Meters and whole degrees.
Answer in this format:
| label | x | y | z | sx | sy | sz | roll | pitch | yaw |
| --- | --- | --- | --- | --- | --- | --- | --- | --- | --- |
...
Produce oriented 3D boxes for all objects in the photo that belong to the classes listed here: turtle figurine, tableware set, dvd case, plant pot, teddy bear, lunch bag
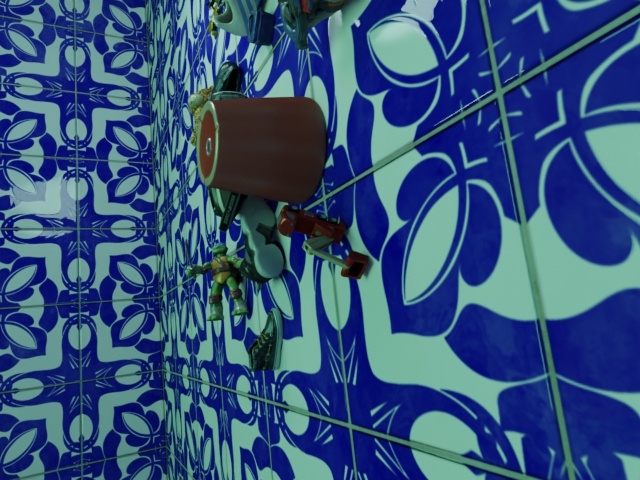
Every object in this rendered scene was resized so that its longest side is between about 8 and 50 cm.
| label | x | y | z | sx | sy | sz | roll | pitch | yaw |
| --- | --- | --- | --- | --- | --- | --- | --- | --- | --- |
| turtle figurine | -0.333 | 0.119 | 1.479 | 0.275 | 0.198 | 0.266 | -38 | 62 | 60 |
| tableware set | -0.417 | -0.888 | 1.787 | 0.104 | 0.024 | 0.154 | 23 | 110 | 56 |
| dvd case | -0.221 | -0.159 | 1.305 | 0.238 | 0.030 | 0.179 | -70 | 6 | -48 |
| plant pot | -0.155 | -0.220 | 1.084 | 0.275 | 0.243 | 0.274 | 6 | 97 | 62 |
| teddy bear | -0.447 | -0.461 | 1.762 | 0.245 | 0.113 | 0.337 | -25 | 69 | 57 |
| lunch bag | -0.176 | -0.615 | 1.296 | 0.067 | 0.065 | 0.098 | 40 | 126 | 54 |

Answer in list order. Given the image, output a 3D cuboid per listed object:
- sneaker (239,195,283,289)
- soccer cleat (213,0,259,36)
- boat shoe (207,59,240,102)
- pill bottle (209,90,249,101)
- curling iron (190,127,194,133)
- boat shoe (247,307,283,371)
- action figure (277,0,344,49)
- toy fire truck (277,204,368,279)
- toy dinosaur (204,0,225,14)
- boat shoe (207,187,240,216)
| label | x | y | z | sx | sy | sz | roll | pitch | yaw |
| --- | --- | --- | --- | --- | --- | --- | --- | --- | --- |
| sneaker | -0.191 | 0.011 | 1.304 | 0.153 | 0.101 | 0.268 | -52 | 48 | 49 |
| soccer cleat | -0.222 | -0.753 | 1.297 | 0.116 | 0.143 | 0.331 | 65 | 143 | 38 |
| boat shoe | -0.339 | -0.488 | 1.567 | 0.089 | 0.109 | 0.258 | 46 | 132 | 48 |
| pill bottle | -0.289 | -0.338 | 1.447 | 0.130 | 0.131 | 0.245 | -5 | 86 | 62 |
| curling iron | -0.543 | -0.462 | 2.009 | 0.068 | 0.035 | 0.274 | 62 | 173 | -35 |
| boat shoe | -0.156 | 0.282 | 1.267 | 0.065 | 0.083 | 0.183 | 17 | 106 | 61 |
| action figure | -0.029 | -0.601 | 0.921 | 0.341 | 0.179 | 0.330 | 85 | 160 | -53 |
| toy fire truck | 0.000 | 0.000 | 0.913 | 0.135 | 0.192 | 0.047 | -81 | 10 | -57 |
| toy dinosaur | -0.366 | -0.897 | 1.651 | 0.118 | 0.064 | 0.268 | -60 | 38 | 21 |
| boat shoe | -0.349 | -0.240 | 1.566 | 0.113 | 0.127 | 0.339 | -19 | 83 | 47 |
